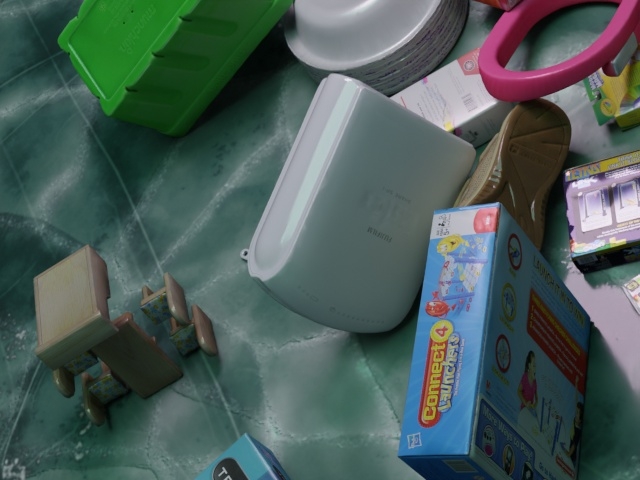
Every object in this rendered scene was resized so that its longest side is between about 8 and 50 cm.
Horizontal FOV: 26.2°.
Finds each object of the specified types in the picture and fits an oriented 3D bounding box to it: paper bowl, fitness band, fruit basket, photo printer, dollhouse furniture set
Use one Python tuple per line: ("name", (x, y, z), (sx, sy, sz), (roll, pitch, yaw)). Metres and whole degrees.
("paper bowl", (0.072, -0.371, 2.123), (0.284, 0.148, 0.284), (-15, 54, 22))
("fitness band", (0.335, -0.286, 1.903), (0.209, 0.054, 0.291), (2, 40, 33))
("fruit basket", (-0.199, -0.380, 2.235), (0.392, 0.392, 0.283), (-37, 74, 6))
("photo printer", (0.051, -0.034, 1.829), (0.107, 0.256, 0.307), (22, 88, 51))
("dollhouse furniture set", (-0.289, 0.151, 1.943), (0.212, 0.242, 0.161), (-31, 37, 10))

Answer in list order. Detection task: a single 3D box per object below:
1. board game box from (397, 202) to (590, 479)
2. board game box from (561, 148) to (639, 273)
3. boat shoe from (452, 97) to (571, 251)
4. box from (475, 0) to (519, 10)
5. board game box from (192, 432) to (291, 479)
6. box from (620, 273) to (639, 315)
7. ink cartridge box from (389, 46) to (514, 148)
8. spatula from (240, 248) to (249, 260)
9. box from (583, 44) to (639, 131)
("board game box", (0.212, 0.162, 1.596), (0.086, 0.308, 0.302), (-6, 58, 30))
("board game box", (0.404, -0.045, 1.781), (0.170, 0.048, 0.141), (-15, 53, 24))
("boat shoe", (0.236, -0.027, 1.840), (0.121, 0.110, 0.341), (30, 70, -4))
("box", (0.296, -0.466, 2.012), (0.122, 0.128, 0.257), (26, 58, 40))
("board game box", (-0.145, 0.454, 1.779), (0.336, 0.079, 0.254), (-43, 49, 1))
("box", (0.486, 0.047, 1.682), (0.207, 0.036, 0.114), (-34, 50, 8))
("ink cartridge box", (0.174, -0.177, 1.991), (0.198, 0.067, 0.115), (-29, 51, 11))
("spatula", (0.000, 0.000, 2.020), (0.242, 0.019, 0.168), (22, 80, 39))
("box", (0.452, -0.219, 1.867), (0.179, 0.043, 0.105), (-21, 53, 16))
